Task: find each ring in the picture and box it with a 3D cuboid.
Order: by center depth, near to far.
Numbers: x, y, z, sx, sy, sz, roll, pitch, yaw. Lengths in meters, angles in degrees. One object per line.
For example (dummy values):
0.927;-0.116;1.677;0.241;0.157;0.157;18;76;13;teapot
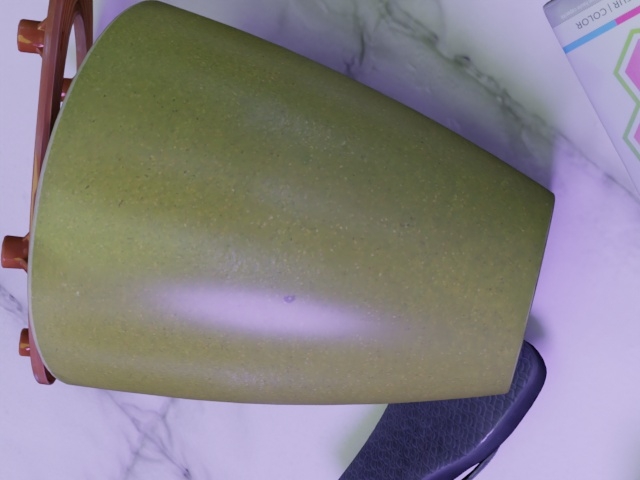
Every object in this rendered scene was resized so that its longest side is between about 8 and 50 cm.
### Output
-0.201;-0.060;0.793;0.032;0.336;0.337;5;116;-9;ring

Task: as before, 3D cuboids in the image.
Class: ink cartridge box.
0.235;-0.078;0.633;0.109;0.062;0.209;-26;93;36;ink cartridge box

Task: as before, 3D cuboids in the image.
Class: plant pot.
0.000;0.000;0.719;0.293;0.275;0.275;13;115;11;plant pot

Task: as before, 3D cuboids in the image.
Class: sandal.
0.085;0.162;0.820;0.254;0.054;0.097;-52;41;26;sandal
